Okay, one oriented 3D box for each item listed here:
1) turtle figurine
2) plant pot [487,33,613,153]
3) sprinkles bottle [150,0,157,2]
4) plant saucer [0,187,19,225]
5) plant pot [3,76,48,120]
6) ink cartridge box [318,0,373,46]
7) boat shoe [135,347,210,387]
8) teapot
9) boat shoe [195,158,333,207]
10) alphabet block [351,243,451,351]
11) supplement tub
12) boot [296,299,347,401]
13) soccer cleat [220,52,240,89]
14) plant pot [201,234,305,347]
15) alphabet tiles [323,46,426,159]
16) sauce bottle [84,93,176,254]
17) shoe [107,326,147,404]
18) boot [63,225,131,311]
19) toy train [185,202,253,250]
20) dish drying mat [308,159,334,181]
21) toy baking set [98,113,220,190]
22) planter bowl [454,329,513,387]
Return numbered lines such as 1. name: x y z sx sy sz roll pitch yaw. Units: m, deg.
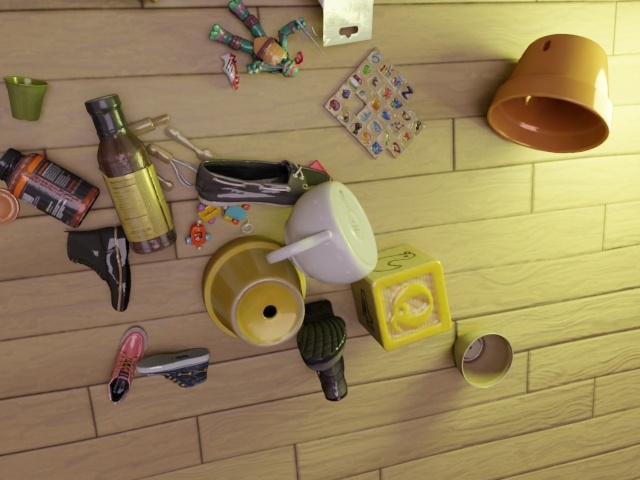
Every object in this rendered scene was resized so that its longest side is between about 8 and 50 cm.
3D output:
1. turtle figurine: -0.122 -0.433 1.254 0.234 0.118 0.175 34 72 -3
2. plant pot: 0.591 -0.376 1.403 0.290 0.291 0.204 23 78 -19
3. sprinkles bottle: -0.504 -0.566 1.112 0.355 0.121 0.121 2 101 -17
4. plant saucer: -0.707 -0.073 1.219 0.083 0.013 0.084 -4 103 -16
5. plant pot: -0.618 -0.295 1.167 0.083 0.083 0.079 5 112 -17
6. ink cartridge box: 0.050 -0.578 1.270 0.189 0.066 0.232 -27 133 -42
7. boat shoe: -0.359 0.324 1.363 0.183 0.065 0.083 -3 105 -33
8. teapot: 0.000 0.000 1.267 0.187 0.253 0.256 -23 133 21
9. boat shoe: -0.123 -0.144 1.306 0.335 0.112 0.096 -5 133 -15
10. alphabet block: 0.198 0.139 1.429 0.192 0.197 0.193 -18 106 -12
11. supplement tub: -0.588 -0.117 1.195 0.198 0.106 0.106 33 92 -20
12. boot: 0.024 0.293 1.342 0.118 0.338 0.223 -12 102 3
13. soccer cleat: -0.208 -0.390 1.287 0.035 0.029 0.083 -2 115 12
14. plant pot: -0.143 0.134 1.309 0.254 0.239 0.254 -4 104 -16
15. alphabet tiles: 0.154 -0.332 1.413 0.237 0.009 0.198 42 88 -20
16. sauce bottle: -0.415 -0.142 1.215 0.111 0.111 0.344 -17 111 -12
17. shoe: -0.464 0.301 1.336 0.063 0.081 0.178 19 96 -19
18. boot: -0.513 0.067 1.282 0.137 0.077 0.198 -2 89 -11
19. toy train: -0.249 -0.048 1.343 0.166 0.046 0.125 -14 129 -22
20. dish drying mat: 0.005 -0.163 1.407 0.032 0.008 0.083 -42 109 -3
21. toy baking set: -0.374 -0.188 1.284 0.256 0.030 0.197 -25 114 -3
22. planter bowl: 0.449 0.323 1.589 0.162 0.109 0.162 -3 102 -15
